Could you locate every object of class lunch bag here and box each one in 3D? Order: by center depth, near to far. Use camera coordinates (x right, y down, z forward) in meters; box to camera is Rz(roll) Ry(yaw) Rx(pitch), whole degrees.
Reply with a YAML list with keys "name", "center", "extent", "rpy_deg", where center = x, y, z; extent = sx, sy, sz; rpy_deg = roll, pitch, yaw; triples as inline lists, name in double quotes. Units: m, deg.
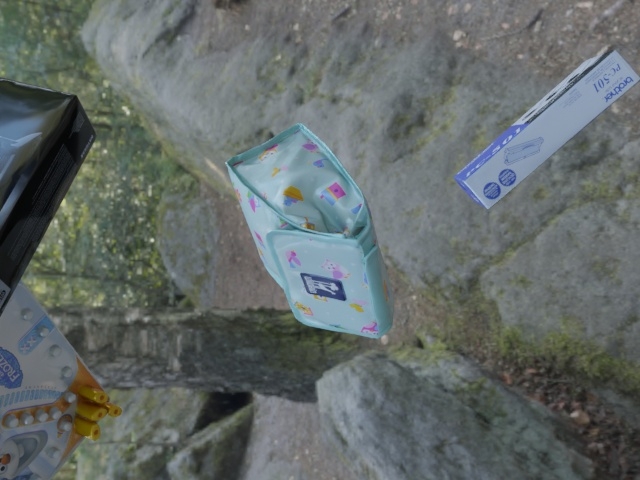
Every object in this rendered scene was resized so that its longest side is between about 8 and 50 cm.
- name: "lunch bag"
  center: [0.000, 0.000, 0.930]
  extent: [0.262, 0.160, 0.223]
  rpy_deg: [47, 161, 41]

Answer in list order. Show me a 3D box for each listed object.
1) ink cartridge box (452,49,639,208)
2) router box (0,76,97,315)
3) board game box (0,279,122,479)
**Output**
- name: "ink cartridge box"
  center: [0.248, -0.123, 0.750]
  extent: [0.207, 0.046, 0.097]
  rpy_deg: [-42, 3, 9]
- name: "router box"
  center: [-0.421, -0.041, 0.701]
  extent: [0.081, 0.243, 0.308]
  rpy_deg: [90, -164, -63]
- name: "board game box"
  center: [-0.455, 0.241, 0.807]
  extent: [0.050, 0.390, 0.389]
  rpy_deg: [9, 136, 30]
